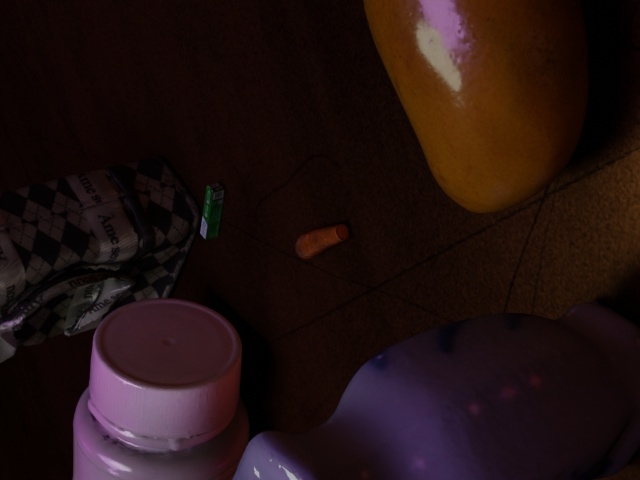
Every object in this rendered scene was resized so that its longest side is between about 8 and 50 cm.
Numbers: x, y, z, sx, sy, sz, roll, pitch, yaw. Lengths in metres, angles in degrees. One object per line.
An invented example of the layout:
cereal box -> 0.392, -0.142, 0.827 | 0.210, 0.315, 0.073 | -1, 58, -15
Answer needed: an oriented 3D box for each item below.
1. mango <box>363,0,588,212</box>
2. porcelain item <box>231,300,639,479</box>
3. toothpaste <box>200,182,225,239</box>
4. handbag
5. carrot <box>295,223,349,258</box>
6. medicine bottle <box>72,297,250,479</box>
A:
mango -> 0.143, -0.173, 1.324 | 0.211, 0.173, 0.317 | 13, 123, 54
porcelain item -> 0.120, 0.191, 1.318 | 0.178, 0.405, 0.242 | 51, 142, 26
toothpaste -> -0.144, -0.039, 1.954 | 0.017, 0.020, 0.083 | 48, 141, 36
handbag -> -0.395, 0.067, 2.035 | 0.180, 0.416, 0.316 | 57, 149, 28
carrot -> 0.000, 0.000, 1.752 | 0.093, 0.032, 0.032 | -22, 87, 55
medicine bottle -> -0.217, 0.254, 2.007 | 0.241, 0.241, 0.302 | 41, 136, 39
